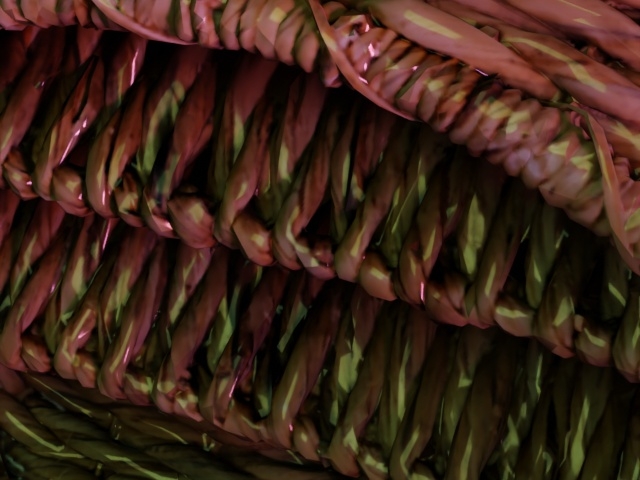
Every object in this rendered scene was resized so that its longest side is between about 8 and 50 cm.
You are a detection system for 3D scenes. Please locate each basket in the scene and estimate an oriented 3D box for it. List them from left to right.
[{"bbox_3d":[0.000,0.000,0.515,0.299,0.213,0.223,18,75,22],"label":"basket"}]
